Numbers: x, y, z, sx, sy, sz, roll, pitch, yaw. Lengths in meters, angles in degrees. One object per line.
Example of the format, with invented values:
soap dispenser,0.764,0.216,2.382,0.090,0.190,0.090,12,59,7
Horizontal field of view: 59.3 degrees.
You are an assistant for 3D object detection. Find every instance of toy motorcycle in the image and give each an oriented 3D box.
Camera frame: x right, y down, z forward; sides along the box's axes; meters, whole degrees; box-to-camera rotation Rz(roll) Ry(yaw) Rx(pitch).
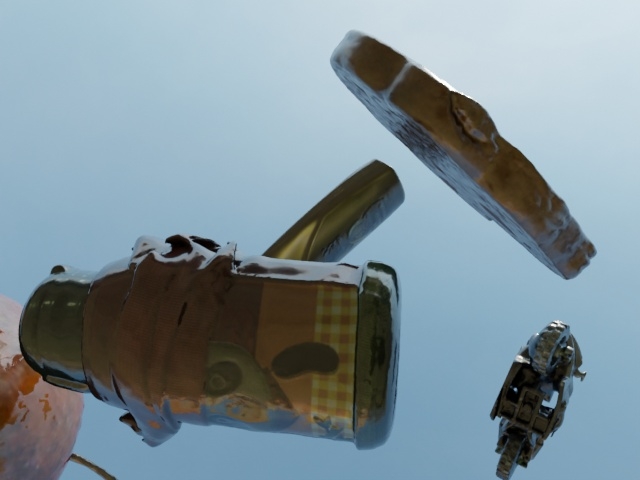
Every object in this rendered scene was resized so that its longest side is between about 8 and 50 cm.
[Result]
toy motorcycle,0.338,0.241,0.883,0.106,0.159,0.271,22,-70,30

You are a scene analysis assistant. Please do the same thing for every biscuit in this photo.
biscuit,0.166,-0.100,0.664,0.381,0.359,0.074,39,-79,-3

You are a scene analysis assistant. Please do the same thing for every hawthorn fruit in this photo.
hawthorn fruit,-0.346,0.168,0.516,0.231,0.263,0.235,-30,-114,-36

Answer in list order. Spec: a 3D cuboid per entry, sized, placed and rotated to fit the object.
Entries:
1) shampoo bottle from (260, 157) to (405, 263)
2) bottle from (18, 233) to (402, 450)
shampoo bottle,0.000,0.000,1.002,0.350,0.126,0.084,-41,-132,-13
bottle,-0.079,0.077,0.416,0.270,0.143,0.156,3,-100,7
